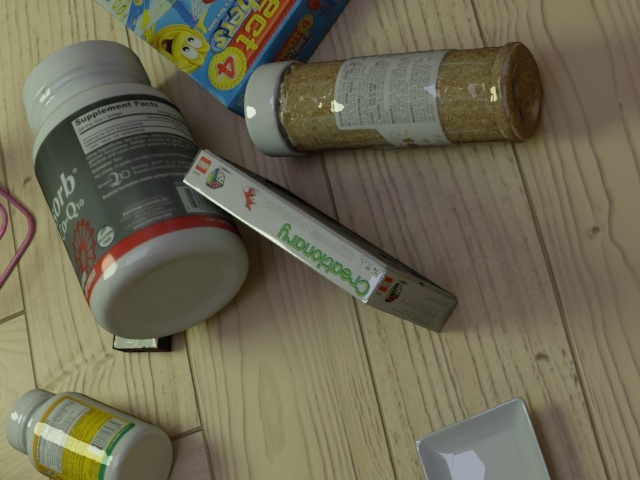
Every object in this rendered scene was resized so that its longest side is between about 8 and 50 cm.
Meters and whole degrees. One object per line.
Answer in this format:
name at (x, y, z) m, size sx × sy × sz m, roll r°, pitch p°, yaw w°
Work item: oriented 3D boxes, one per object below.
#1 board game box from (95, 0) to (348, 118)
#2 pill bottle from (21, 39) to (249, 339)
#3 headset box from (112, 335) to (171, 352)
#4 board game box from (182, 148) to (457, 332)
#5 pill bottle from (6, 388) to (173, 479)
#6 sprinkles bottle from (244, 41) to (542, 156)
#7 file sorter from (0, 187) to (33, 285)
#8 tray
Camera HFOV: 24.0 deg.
board game box at (-0.110, -0.363, 2.016) m, size 0.302 × 0.086 × 0.308 m, roll 39°, pitch 98°, yaw 32°
pill bottle at (-0.249, -0.071, 1.946) m, size 0.210 × 0.210 × 0.363 m, roll -38°, pitch 58°, yaw 17°
headset box at (-0.231, 0.116, 1.994) m, size 0.083 × 0.032 × 0.062 m, roll -3°, pitch 76°, yaw 31°
board game box at (0.000, 0.000, 1.797) m, size 0.305 × 0.193 × 0.053 m, roll 33°, pitch 94°, yaw 32°
pill bottle at (-0.304, 0.264, 1.948) m, size 0.208 × 0.117 × 0.117 m, roll 17°, pitch 86°, yaw 32°
sprinkles bottle at (0.084, -0.169, 1.834) m, size 0.355 × 0.121 × 0.121 m, roll -1°, pitch 77°, yaw 30°
file sorter at (-0.568, -0.019, 2.074) m, size 0.182 × 0.290 × 0.202 m, roll 37°, pitch 97°, yaw 28°
tray at (0.209, 0.325, 1.689) m, size 0.145 × 0.030 × 0.270 m, roll -25°, pitch 66°, yaw 21°
